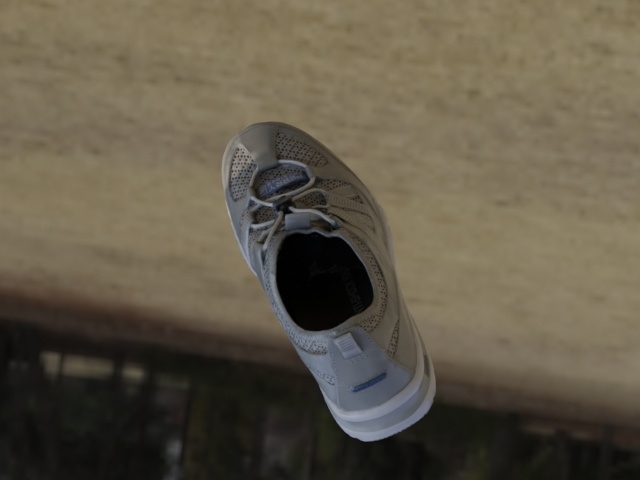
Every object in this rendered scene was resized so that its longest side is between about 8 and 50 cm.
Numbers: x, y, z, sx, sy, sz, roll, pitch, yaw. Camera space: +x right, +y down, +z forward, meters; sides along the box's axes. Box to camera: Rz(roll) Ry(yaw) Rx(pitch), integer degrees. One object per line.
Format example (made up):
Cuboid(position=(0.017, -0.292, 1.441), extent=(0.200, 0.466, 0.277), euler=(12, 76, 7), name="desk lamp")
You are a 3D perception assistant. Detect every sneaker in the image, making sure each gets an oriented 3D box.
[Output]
Cuboid(position=(0.000, 0.000, 1.324), extent=(0.105, 0.281, 0.115), euler=(-29, 138, -2), name="sneaker")
